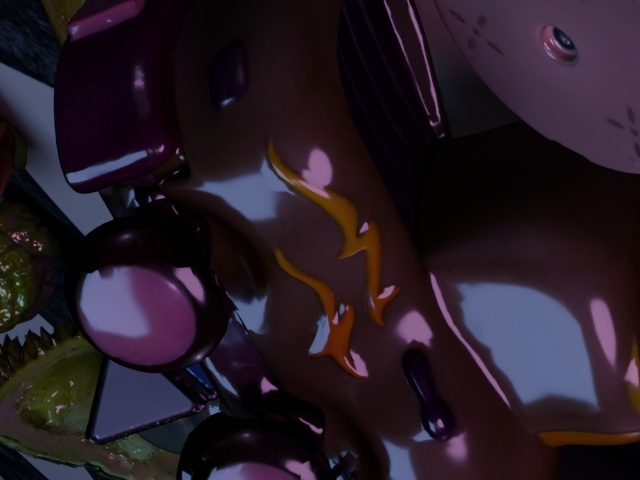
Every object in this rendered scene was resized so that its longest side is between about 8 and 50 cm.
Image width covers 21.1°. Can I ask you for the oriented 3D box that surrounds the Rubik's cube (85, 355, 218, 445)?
[{"bbox_3d":[0.000,0.000,1.224,0.234,0.284,0.250,12,114,22],"label":"Rubik's cube"}]

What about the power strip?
[{"bbox_3d":[0.123,-0.109,0.735,0.154,0.078,0.154,39,159,18],"label":"power strip"}]

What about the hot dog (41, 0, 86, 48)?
[{"bbox_3d":[-0.159,-0.171,1.186,0.066,0.047,0.216,18,151,21],"label":"hot dog"}]

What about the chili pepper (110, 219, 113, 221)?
[{"bbox_3d":[-0.152,0.016,1.509,0.099,0.083,0.253,50,157,6],"label":"chili pepper"}]

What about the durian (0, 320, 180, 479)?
[{"bbox_3d":[-0.231,0.185,1.820,0.351,0.169,0.158,28,149,-33],"label":"durian"}]

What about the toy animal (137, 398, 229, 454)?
[{"bbox_3d":[-0.092,0.151,1.609,0.127,0.125,0.251,31,169,-33],"label":"toy animal"}]

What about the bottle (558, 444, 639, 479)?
[{"bbox_3d":[0.135,0.141,1.227,0.244,0.072,0.082,32,147,26],"label":"bottle"}]

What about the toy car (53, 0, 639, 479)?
[{"bbox_3d":[0.039,-0.008,0.856,0.240,0.271,0.341,-19,117,23],"label":"toy car"}]

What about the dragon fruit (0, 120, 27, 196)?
[{"bbox_3d":[-0.404,-0.067,1.618,0.227,0.224,0.224,8,141,51],"label":"dragon fruit"}]

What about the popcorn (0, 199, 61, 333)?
[{"bbox_3d":[-0.332,0.024,1.793,0.126,0.126,0.145,42,173,24],"label":"popcorn"}]
